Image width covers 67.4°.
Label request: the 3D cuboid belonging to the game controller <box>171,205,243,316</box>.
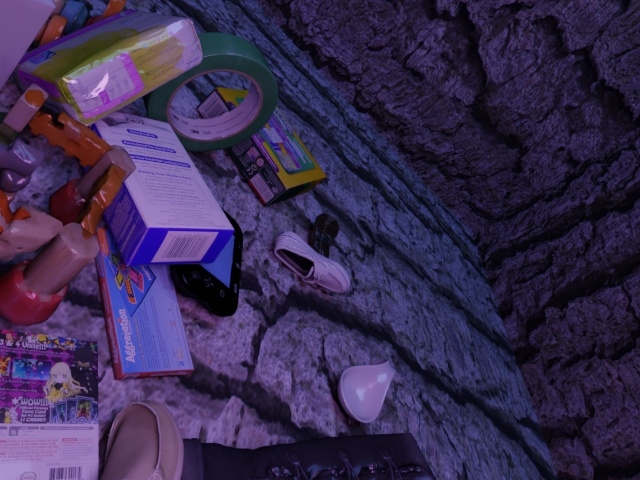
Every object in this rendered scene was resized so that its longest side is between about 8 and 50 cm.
[{"bbox_3d":[-0.238,0.023,1.055,0.166,0.067,0.319,36,28,-29],"label":"game controller"}]

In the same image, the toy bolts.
[{"bbox_3d":[-0.552,-0.509,1.072,0.158,0.218,0.228,28,18,-31],"label":"toy bolts"}]

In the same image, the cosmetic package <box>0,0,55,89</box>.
[{"bbox_3d":[-0.609,-0.425,0.823,0.224,0.224,0.138,60,27,11],"label":"cosmetic package"}]

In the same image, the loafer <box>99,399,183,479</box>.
[{"bbox_3d":[-0.237,0.312,0.608,0.092,0.101,0.269,59,3,-41],"label":"loafer"}]

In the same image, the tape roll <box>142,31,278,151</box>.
[{"bbox_3d":[-0.268,-0.353,1.185,0.321,0.321,0.077,12,48,-53],"label":"tape roll"}]

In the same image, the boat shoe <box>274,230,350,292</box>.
[{"bbox_3d":[-0.027,0.081,1.338,0.258,0.095,0.084,34,35,-14],"label":"boat shoe"}]

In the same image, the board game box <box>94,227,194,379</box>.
[{"bbox_3d":[-0.324,0.111,0.873,0.145,0.027,0.281,17,44,-53],"label":"board game box"}]

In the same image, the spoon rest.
[{"bbox_3d":[0.127,0.368,1.239,0.137,0.084,0.276,58,26,8],"label":"spoon rest"}]

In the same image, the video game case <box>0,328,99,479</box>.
[{"bbox_3d":[-0.400,0.215,0.608,0.232,0.041,0.210,23,41,-47],"label":"video game case"}]

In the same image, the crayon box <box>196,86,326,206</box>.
[{"bbox_3d":[-0.172,-0.304,1.525,0.363,0.106,0.313,55,25,2],"label":"crayon box"}]

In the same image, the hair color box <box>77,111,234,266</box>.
[{"bbox_3d":[-0.334,-0.107,0.940,0.185,0.110,0.339,1,47,-49],"label":"hair color box"}]

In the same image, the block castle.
[{"bbox_3d":[-0.508,-0.104,0.634,0.453,0.212,0.303,39,26,-31],"label":"block castle"}]

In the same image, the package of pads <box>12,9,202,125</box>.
[{"bbox_3d":[-0.406,-0.349,0.932,0.296,0.229,0.101,-43,141,-29],"label":"package of pads"}]

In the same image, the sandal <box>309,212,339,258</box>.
[{"bbox_3d":[0.000,0.000,1.507,0.090,0.060,0.219,34,47,-24],"label":"sandal"}]

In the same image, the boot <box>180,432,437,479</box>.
[{"bbox_3d":[0.002,0.468,0.695,0.444,0.146,0.367,13,43,-26],"label":"boot"}]
